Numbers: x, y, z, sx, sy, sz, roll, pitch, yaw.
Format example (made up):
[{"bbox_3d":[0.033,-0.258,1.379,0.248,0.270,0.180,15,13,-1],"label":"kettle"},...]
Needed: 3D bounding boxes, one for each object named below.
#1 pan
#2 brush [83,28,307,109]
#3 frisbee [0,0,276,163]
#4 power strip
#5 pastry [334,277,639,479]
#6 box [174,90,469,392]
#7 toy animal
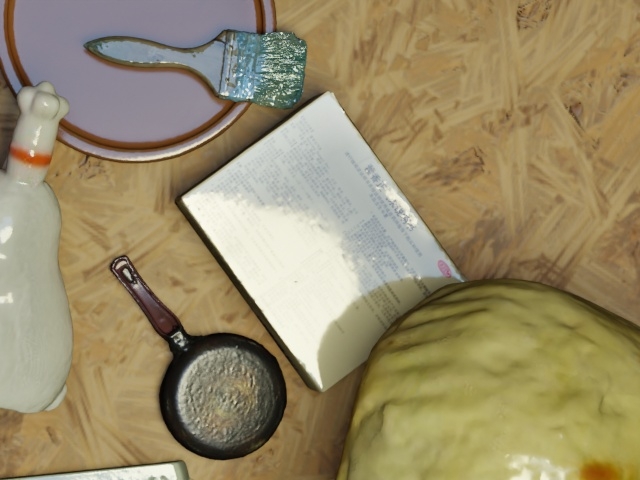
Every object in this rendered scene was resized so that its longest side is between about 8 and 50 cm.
[{"bbox_3d":[-0.114,0.098,1.714,0.115,0.040,0.212,-37,94,-11],"label":"pan"},{"bbox_3d":[-0.110,-0.159,1.706,0.196,0.021,0.070,7,86,-7],"label":"brush"},{"bbox_3d":[-0.164,-0.192,1.720,0.251,0.021,0.250,0,90,-6],"label":"frisbee"},{"bbox_3d":[-0.232,0.233,1.703,0.253,0.027,0.060,-5,90,-7],"label":"power strip"},{"bbox_3d":[0.168,0.221,1.575,0.313,0.388,0.388,13,88,12],"label":"pastry"},{"bbox_3d":[0.000,0.000,1.700,0.168,0.095,0.212,-36,94,-5],"label":"box"},{"bbox_3d":[-0.282,0.009,1.648,0.138,0.140,0.282,-3,93,-16],"label":"toy animal"}]
